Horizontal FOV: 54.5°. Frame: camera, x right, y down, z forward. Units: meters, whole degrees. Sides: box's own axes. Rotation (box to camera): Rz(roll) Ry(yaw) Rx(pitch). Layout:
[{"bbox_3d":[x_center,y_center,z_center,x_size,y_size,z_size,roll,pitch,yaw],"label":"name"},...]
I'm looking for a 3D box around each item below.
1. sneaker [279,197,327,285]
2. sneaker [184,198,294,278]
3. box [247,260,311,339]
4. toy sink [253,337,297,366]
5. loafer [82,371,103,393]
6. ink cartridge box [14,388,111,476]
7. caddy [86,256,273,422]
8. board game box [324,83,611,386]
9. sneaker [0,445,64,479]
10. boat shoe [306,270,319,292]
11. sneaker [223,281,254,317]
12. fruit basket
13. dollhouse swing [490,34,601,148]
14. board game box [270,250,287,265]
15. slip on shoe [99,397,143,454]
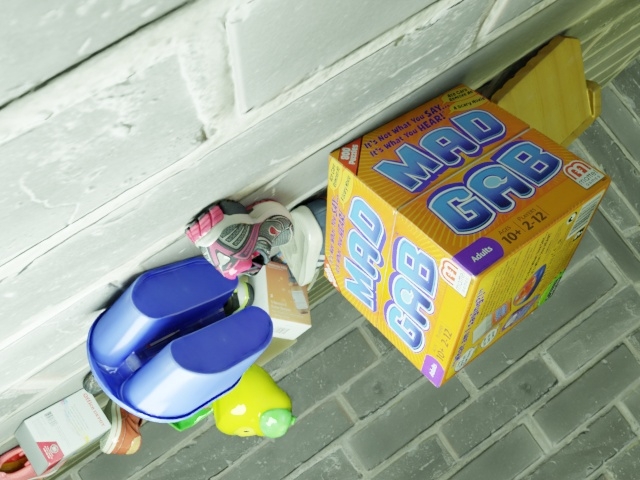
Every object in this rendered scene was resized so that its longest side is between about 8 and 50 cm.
[{"bbox_3d":[0.000,0.000,1.439,0.148,0.131,0.350,-28,169,-18],"label":"sneaker"},{"bbox_3d":[-0.123,0.005,1.080,0.121,0.112,0.299,-38,171,19],"label":"sneaker"},{"bbox_3d":[-0.107,0.154,1.604,0.130,0.171,0.091,15,141,-32],"label":"box"},{"bbox_3d":[-0.202,0.234,1.850,0.152,0.234,0.131,-33,142,-11],"label":"toy sink"},{"bbox_3d":[-0.494,0.316,1.522,0.170,0.062,0.061,-28,164,-44],"label":"loafer"},{"bbox_3d":[-0.653,0.484,1.582,0.176,0.128,0.127,-26,167,-45],"label":"ink cartridge box"},{"bbox_3d":[-0.248,0.178,1.117,0.179,0.241,0.341,-45,167,28],"label":"caddy"},{"bbox_3d":[0.256,-0.016,1.220,0.356,0.356,0.357,-31,147,-25],"label":"board game box"},{"bbox_3d":[-0.822,0.631,1.787,0.136,0.116,0.314,-41,169,28],"label":"sneaker"},{"bbox_3d":[-0.096,0.182,2.164,0.277,0.098,0.096,-42,168,33],"label":"boat shoe"},{"bbox_3d":[-0.262,0.166,1.611,0.097,0.084,0.234,5,145,-38],"label":"sneaker"},{"bbox_3d":[-0.255,0.371,1.518,0.283,0.392,0.392,-33,171,-12],"label":"fruit basket"},{"bbox_3d":[0.483,-0.333,1.578,0.347,0.305,0.315,-43,-149,-4],"label":"dollhouse swing"},{"bbox_3d":[-0.041,0.010,1.658,0.201,0.035,0.136,-42,169,37],"label":"board game box"},{"bbox_3d":[-0.558,0.504,1.759,0.123,0.101,0.331,-64,-159,3],"label":"slip on shoe"}]
